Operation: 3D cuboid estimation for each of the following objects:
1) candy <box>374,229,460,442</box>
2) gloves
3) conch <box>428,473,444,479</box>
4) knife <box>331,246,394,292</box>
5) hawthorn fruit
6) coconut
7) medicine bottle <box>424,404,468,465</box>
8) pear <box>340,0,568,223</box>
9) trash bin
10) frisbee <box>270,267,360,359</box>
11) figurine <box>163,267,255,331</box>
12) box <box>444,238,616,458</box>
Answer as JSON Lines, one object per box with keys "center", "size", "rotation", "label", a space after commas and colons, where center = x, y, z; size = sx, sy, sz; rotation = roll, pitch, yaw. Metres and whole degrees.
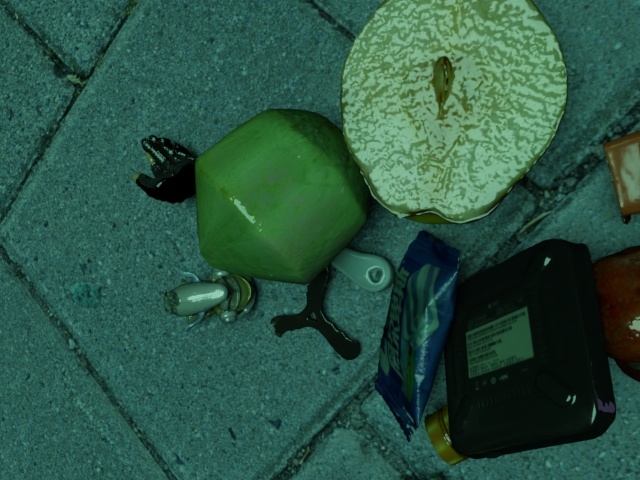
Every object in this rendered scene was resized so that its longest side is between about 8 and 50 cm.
{"center": [0.164, 0.154, 1.030], "size": [0.077, 0.187, 0.331], "rotation": [8, 101, -15], "label": "candy"}
{"center": [-0.333, -0.156, 1.292], "size": [0.129, 0.106, 0.180], "rotation": [-58, 41, 14], "label": "gloves"}
{"center": [0.178, 0.520, 1.042], "size": [0.196, 0.134, 0.202], "rotation": [24, 97, -19], "label": "conch"}
{"center": [0.001, -0.002, 1.163], "size": [0.331, 0.044, 0.080], "rotation": [30, 99, 25], "label": "knife"}
{"center": [0.502, 0.088, 0.830], "size": [0.243, 0.207, 0.207], "rotation": [-29, 79, 29], "label": "hawthorn fruit"}
{"center": [-0.080, -0.071, 1.047], "size": [0.329, 0.281, 0.328], "rotation": [0, 79, 2], "label": "coconut"}
{"center": [0.281, 0.295, 1.003], "size": [0.192, 0.096, 0.096], "rotation": [-36, 77, 22], "label": "medicine bottle"}
{"center": [0.213, -0.217, 0.970], "size": [0.341, 0.191, 0.386], "rotation": [10, 96, 17], "label": "pear"}
{"center": [0.544, -0.116, 0.841], "size": [0.239, 0.184, 0.161], "rotation": [-16, 85, 36], "label": "trash bin"}
{"center": [-0.027, 0.149, 1.180], "size": [0.188, 0.012, 0.210], "rotation": [-17, 94, 32], "label": "frisbee"}
{"center": [-0.233, 0.117, 1.223], "size": [0.208, 0.184, 0.128], "rotation": [-21, 76, 62], "label": "figurine"}
{"center": [0.289, 0.166, 0.889], "size": [0.290, 0.073, 0.288], "rotation": [-41, 38, 52], "label": "box"}
